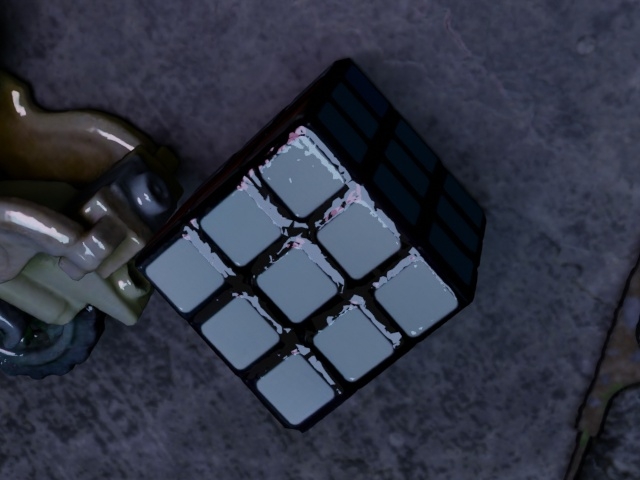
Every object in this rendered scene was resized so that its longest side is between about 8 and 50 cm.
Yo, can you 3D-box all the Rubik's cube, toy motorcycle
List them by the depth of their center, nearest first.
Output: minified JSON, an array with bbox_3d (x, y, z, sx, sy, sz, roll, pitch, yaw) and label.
[{"bbox_3d":[0.000,0.000,0.835,0.163,0.160,0.162,-41,99,22],"label":"Rubik's cube"},{"bbox_3d":[-0.264,-0.081,0.857,0.237,0.169,0.410,-27,113,27],"label":"toy motorcycle"}]
